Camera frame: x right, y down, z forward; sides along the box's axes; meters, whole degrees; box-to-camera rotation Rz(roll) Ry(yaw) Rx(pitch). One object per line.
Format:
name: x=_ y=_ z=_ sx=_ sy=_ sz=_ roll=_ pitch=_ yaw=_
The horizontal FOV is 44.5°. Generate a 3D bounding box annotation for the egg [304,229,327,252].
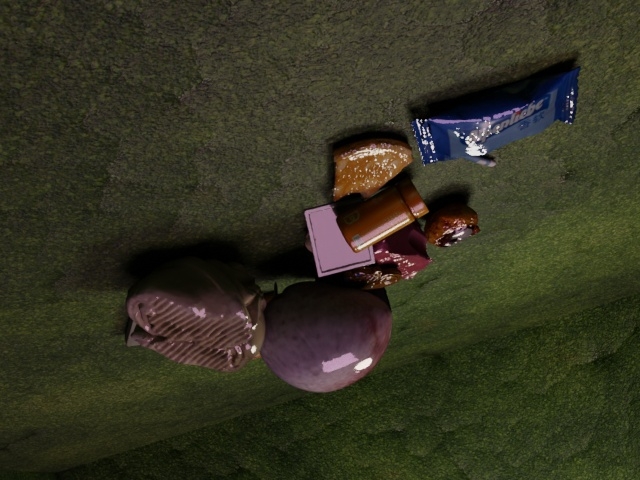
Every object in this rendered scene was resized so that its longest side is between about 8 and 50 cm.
egg: x=0.000 y=0.000 z=1.869 sx=0.071 sy=0.071 sz=0.083 roll=-23 pitch=161 yaw=18

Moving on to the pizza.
pizza: x=0.098 y=-0.146 z=1.622 sx=0.181 sy=0.034 sz=0.262 roll=-11 pitch=159 yaw=-12

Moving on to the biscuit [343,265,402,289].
biscuit: x=0.130 y=0.097 z=1.971 sx=0.124 sy=0.026 sz=0.175 roll=-26 pitch=155 yaw=37

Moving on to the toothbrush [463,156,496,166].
toothbrush: x=0.304 y=-0.185 z=1.682 sx=0.019 sy=0.025 sz=0.275 roll=-32 pitch=153 yaw=35

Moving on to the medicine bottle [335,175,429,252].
medicine bottle: x=0.137 y=-0.057 z=1.745 sx=0.192 sy=0.096 sz=0.096 roll=-30 pitch=157 yaw=8

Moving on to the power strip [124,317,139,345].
power strip: x=-0.469 y=0.232 z=2.155 sx=0.118 sy=0.046 sz=0.270 roll=-7 pitch=158 yaw=-22

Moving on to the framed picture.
framed picture: x=0.046 y=-0.009 z=1.818 sx=0.142 sy=0.011 sz=0.183 roll=-14 pitch=119 yaw=-4

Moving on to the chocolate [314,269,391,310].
chocolate: x=0.091 y=0.118 z=2.187 sx=0.224 sy=0.177 sz=0.206 roll=-10 pitch=118 yaw=21

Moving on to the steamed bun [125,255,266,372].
steamed bun: x=-0.283 y=0.151 z=1.868 sx=0.324 sy=0.219 sz=0.310 roll=11 pitch=141 yaw=0

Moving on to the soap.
soap: x=0.178 y=0.023 z=2.000 sx=0.182 sy=0.112 sz=0.289 roll=-18 pitch=160 yaw=20

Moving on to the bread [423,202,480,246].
bread: x=0.334 y=-0.037 z=1.999 sx=0.139 sy=0.095 sz=0.269 roll=-17 pitch=173 yaw=10

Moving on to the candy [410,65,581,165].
candy: x=0.344 y=-0.233 z=1.528 sx=0.331 sy=0.077 sz=0.187 roll=-20 pitch=152 yaw=3

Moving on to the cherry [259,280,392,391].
cherry: x=0.001 y=0.234 z=1.989 sx=0.326 sy=0.291 sz=0.335 roll=19 pitch=157 yaw=-21

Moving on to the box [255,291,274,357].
box: x=-0.201 y=0.261 z=2.271 sx=0.194 sy=0.148 sz=0.177 roll=-13 pitch=157 yaw=-9
